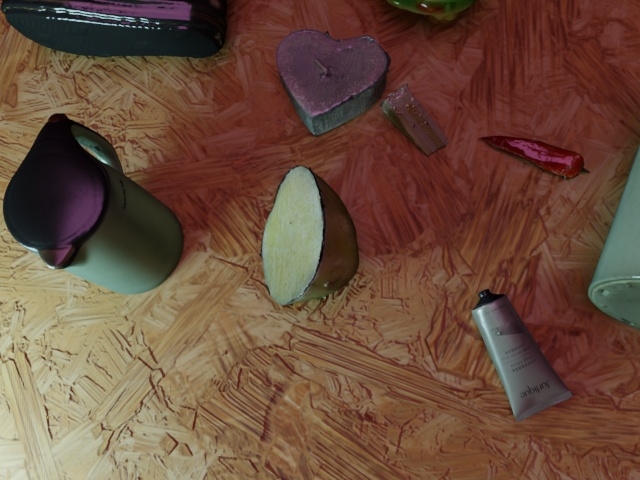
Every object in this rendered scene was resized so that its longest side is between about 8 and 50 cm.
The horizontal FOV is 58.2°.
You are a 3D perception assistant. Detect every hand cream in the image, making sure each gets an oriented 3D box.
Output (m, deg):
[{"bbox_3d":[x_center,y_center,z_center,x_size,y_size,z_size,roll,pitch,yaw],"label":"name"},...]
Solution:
[{"bbox_3d":[0.276,0.156,0.823,0.087,0.054,0.186,-27,80,4],"label":"hand cream"}]

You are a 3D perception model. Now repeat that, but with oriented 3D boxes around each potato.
[{"bbox_3d":[0.000,0.000,0.858,0.117,0.182,0.202,10,51,-28],"label":"potato"}]

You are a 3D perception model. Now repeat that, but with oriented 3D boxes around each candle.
[{"bbox_3d":[0.012,-0.261,0.951,0.193,0.068,0.168,14,74,12],"label":"candle"}]

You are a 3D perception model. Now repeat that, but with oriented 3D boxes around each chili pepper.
[{"bbox_3d":[0.336,-0.140,0.902,0.178,0.027,0.045,22,80,14],"label":"chili pepper"}]

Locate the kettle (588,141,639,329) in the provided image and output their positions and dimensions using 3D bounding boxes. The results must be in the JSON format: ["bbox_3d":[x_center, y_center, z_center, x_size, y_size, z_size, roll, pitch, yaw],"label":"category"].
[{"bbox_3d":[0.579,-0.043,0.760,0.361,0.250,0.376,24,76,-9],"label":"kettle"}]

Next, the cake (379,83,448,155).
[{"bbox_3d":[0.152,-0.191,0.924,0.052,0.065,0.121,-41,82,-2],"label":"cake"}]

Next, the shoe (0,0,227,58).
[{"bbox_3d":[-0.342,-0.450,0.986,0.385,0.171,0.236,4,83,6],"label":"shoe"}]

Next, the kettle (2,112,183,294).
[{"bbox_3d":[-0.327,-0.049,0.839,0.165,0.255,0.240,-12,74,6],"label":"kettle"}]

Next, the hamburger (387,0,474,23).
[{"bbox_3d":[0.183,-0.474,0.947,0.237,0.149,0.236,0,81,-1],"label":"hamburger"}]
